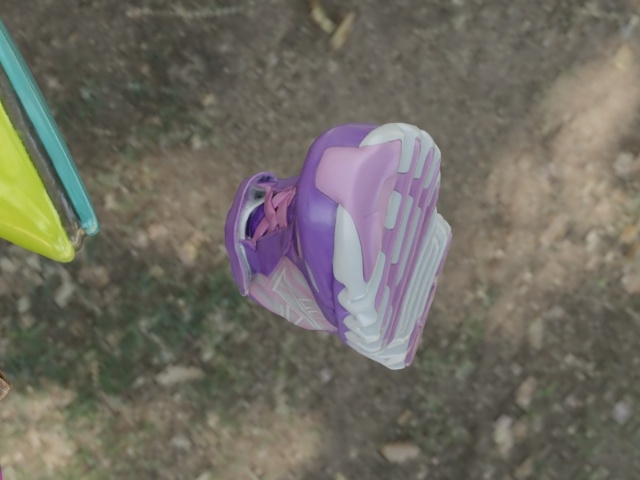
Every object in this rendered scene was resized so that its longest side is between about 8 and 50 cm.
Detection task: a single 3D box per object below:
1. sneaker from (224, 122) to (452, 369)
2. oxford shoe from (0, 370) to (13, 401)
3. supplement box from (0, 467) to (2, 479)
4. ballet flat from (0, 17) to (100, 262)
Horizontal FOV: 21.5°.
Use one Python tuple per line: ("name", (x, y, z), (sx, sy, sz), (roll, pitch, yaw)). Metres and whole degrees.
("sneaker", (0.000, 0.000, 0.790), (0.236, 0.104, 0.095), (68, 42, -76))
("oxford shoe", (-0.163, -0.028, 0.555), (0.076, 0.212, 0.076), (-26, 175, 0))
("supplement box", (-0.257, 0.115, 0.967), (0.113, 0.220, 0.111), (-7, 87, -19))
("ballet flat", (-0.137, -0.090, 0.451), (0.077, 0.077, 0.231), (-24, 101, -9))
